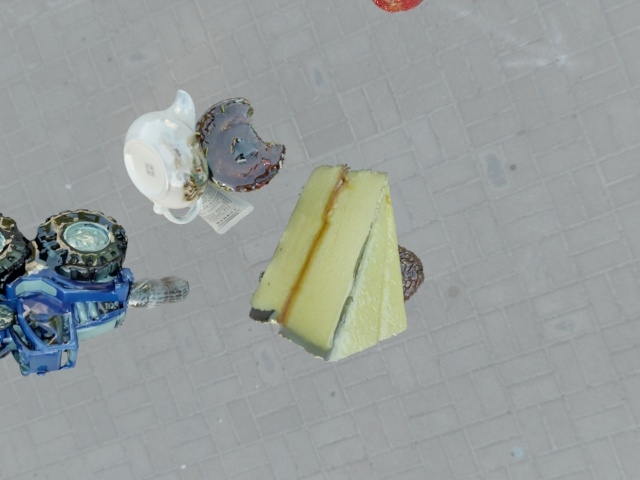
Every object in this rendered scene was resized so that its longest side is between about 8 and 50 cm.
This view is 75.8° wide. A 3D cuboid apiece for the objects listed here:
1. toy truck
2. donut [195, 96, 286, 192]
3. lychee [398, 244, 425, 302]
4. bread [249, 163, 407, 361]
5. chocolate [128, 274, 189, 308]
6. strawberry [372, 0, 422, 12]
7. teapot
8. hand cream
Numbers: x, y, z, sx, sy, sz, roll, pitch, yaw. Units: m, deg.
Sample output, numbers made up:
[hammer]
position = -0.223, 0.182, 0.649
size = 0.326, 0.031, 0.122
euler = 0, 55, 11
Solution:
[toy truck]
position = -0.270, 0.053, 0.336
size = 0.113, 0.208, 0.126
euler = -55, 50, 39
[donut]
position = -0.212, -0.233, 1.046
size = 0.230, 0.096, 0.216
euler = 39, 90, -23
[lychee]
position = 0.158, 0.101, 1.176
size = 0.271, 0.236, 0.236
euler = -6, 92, 16
[bread]
position = 0.000, 0.000, 0.851
size = 0.242, 0.345, 0.405
euler = -1, 86, -35
[chocolate]
position = -0.538, 0.170, 1.374
size = 0.110, 0.248, 0.110
euler = 1, 92, 19
[strawberry]
position = 0.109, -0.382, 0.601
size = 0.106, 0.106, 0.106
euler = 0, 93, 5
[teapot]
position = -0.324, -0.163, 0.891
size = 0.204, 0.139, 0.298
euler = 24, 128, 19
[hand cream]
position = -0.318, -0.124, 1.160
size = 0.139, 0.314, 0.089
euler = -36, 52, 4
